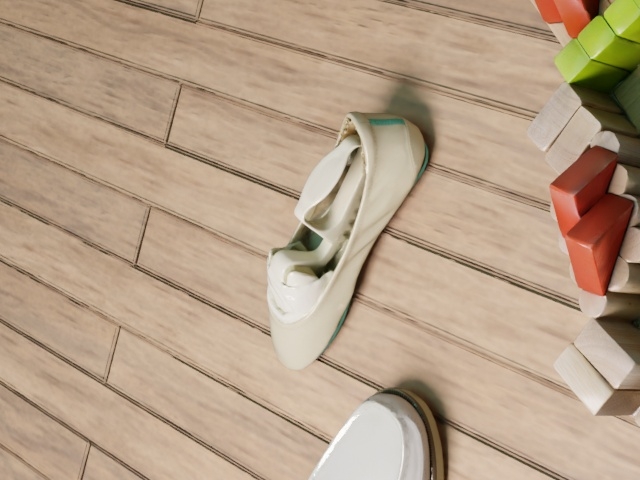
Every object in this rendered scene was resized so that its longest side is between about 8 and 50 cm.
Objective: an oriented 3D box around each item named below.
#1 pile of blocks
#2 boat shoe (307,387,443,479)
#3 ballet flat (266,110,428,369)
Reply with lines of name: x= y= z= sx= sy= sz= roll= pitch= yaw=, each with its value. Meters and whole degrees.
pile of blocks: x=0.193 y=-0.052 z=0.851 sx=0.149 sy=0.112 sz=0.362 roll=-19 pitch=72 yaw=42
boat shoe: x=0.005 y=0.261 z=1.154 sx=0.113 sy=0.103 sz=0.302 roll=28 pitch=105 yaw=42
ballet flat: x=0.000 y=0.000 z=1.207 sx=0.086 sy=0.086 sz=0.248 roll=43 pitch=114 yaw=38
